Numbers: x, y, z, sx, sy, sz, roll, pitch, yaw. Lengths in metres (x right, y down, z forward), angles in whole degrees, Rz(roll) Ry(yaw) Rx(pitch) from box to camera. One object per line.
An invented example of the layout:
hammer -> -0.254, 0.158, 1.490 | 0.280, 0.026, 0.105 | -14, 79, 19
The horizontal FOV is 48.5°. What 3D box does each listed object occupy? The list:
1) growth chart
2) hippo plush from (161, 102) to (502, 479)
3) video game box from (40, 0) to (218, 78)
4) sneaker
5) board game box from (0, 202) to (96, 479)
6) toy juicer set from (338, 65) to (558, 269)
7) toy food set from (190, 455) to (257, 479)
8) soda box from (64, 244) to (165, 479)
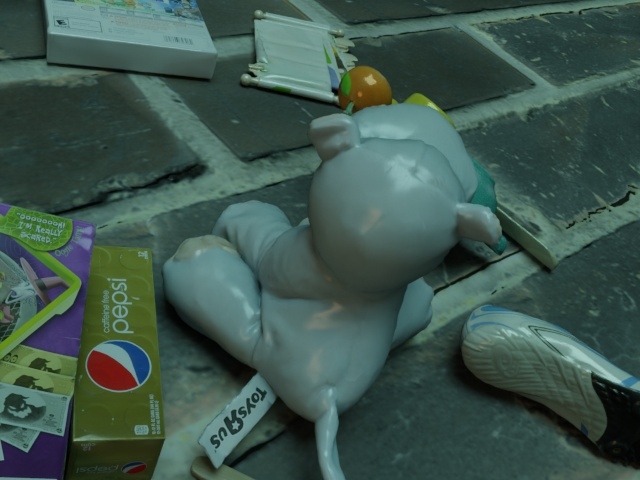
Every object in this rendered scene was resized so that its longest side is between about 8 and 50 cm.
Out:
growth chart -> -0.026, -0.271, 1.037 | 0.172, 0.021, 0.237 | 13, 40, -13
hippo plush -> 0.000, 0.000, 0.560 | 0.234, 0.236, 0.294 | 26, 36, 6
video game box -> -0.254, -0.286, 0.923 | 0.205, 0.048, 0.187 | 1, 46, -25
sneaker -> 0.242, 0.130, 0.667 | 0.237, 0.085, 0.086 | 30, 32, 3
board game box -> -0.311, 0.051, 0.391 | 0.347, 0.056, 0.208 | 15, 68, -31
toy juicer set -> 0.121, -0.069, 0.807 | 0.329, 0.089, 0.209 | 36, 8, -44
toy food set -> -0.059, 0.222, 0.447 | 0.132, 0.038, 0.192 | 22, 39, -1
soda box -> -0.158, 0.086, 0.538 | 0.061, 0.058, 0.181 | 5, 42, -22
